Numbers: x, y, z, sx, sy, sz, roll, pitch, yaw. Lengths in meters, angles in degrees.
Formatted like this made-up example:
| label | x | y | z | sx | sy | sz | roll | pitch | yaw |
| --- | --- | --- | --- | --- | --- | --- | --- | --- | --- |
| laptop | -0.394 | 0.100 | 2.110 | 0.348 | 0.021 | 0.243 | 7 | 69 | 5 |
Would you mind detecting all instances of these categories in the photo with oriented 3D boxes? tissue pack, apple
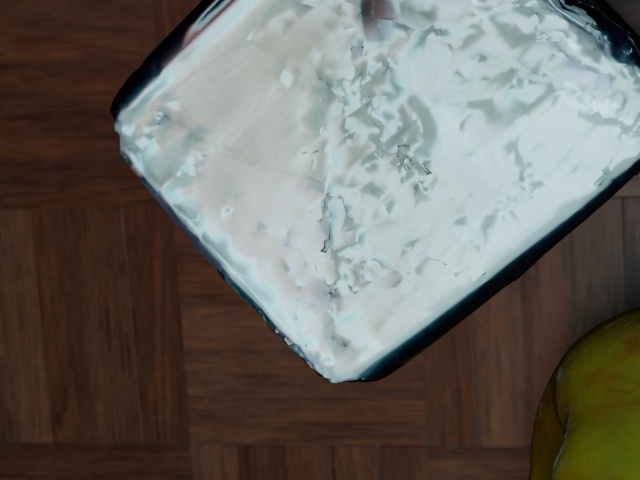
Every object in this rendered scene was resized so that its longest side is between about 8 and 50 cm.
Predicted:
| label | x | y | z | sx | sy | sz | roll | pitch | yaw |
| --- | --- | --- | --- | --- | --- | --- | --- | --- | --- |
| tissue pack | 0.061 | -0.094 | 1.225 | 0.264 | 0.416 | 0.253 | -42 | 89 | 11 |
| apple | 0.263 | 0.185 | 1.327 | 0.302 | 0.301 | 0.301 | 3 | 103 | 12 |
